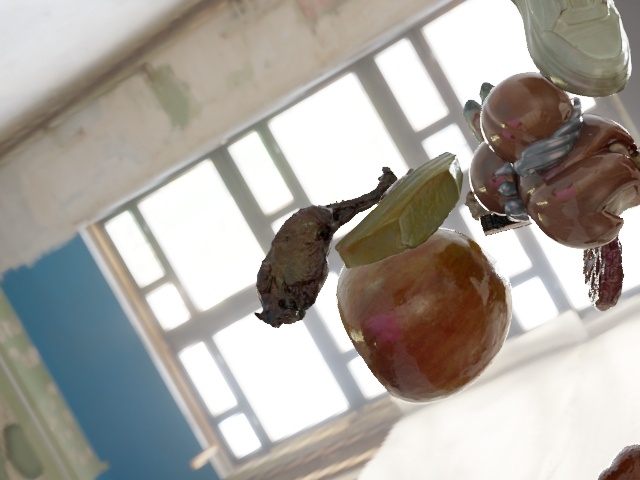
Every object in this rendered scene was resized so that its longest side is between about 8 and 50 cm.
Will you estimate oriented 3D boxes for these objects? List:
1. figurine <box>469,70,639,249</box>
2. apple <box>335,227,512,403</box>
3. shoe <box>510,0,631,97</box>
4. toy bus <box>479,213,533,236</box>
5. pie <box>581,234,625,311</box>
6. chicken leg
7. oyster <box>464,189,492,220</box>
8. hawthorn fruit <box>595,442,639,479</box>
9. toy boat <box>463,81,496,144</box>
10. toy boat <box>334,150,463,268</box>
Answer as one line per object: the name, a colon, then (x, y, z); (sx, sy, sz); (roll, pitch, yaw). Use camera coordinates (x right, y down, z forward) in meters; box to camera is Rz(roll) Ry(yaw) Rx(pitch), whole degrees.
figurine: (0.423, -0.129, 1.414); (0.388, 0.248, 0.277); (-21, 153, -8)
apple: (0.175, 0.106, 1.626); (0.301, 0.302, 0.301); (-30, -179, 1)
shoe: (0.304, -0.334, 1.267); (0.124, 0.316, 0.159); (-17, 146, -14)
toy bus: (0.305, -0.034, 1.591); (0.110, 0.031, 0.043); (-14, 161, 2)
pie: (0.442, 0.038, 1.588); (0.036, 0.155, 0.154); (1, -178, 0)
chicken leg: (0.000, 0.000, 1.269); (0.253, 0.106, 0.051); (-51, 146, -11)
oyster: (0.375, -0.083, 2.010); (0.165, 0.108, 0.053); (-31, 151, 9)
hawthorn fruit: (0.517, 0.407, 1.525); (0.162, 0.163, 0.203); (-30, -144, -21)
toy boat: (0.387, -0.232, 2.100); (0.079, 0.208, 0.134); (-25, -164, 46)
toy boat: (0.089, -0.032, 1.061); (0.172, 0.065, 0.066); (-42, -150, -21)
